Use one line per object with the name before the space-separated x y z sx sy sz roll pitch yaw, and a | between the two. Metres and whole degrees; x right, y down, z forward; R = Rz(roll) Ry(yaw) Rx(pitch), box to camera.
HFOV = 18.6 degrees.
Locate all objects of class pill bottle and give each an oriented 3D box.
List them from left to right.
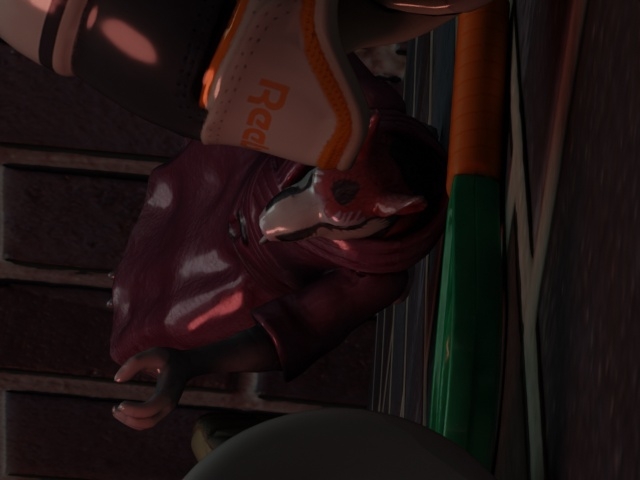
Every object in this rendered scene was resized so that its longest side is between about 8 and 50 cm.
pill bottle | 0.003 0.129 0.572 0.180 0.108 0.108 94 -178 -64

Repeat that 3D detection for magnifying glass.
magnifying glass | 0.060 0.001 0.767 0.092 0.026 0.231 94 180 -60

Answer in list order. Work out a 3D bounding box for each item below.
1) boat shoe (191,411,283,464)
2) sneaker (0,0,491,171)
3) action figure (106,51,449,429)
boat shoe | -0.008 0.159 0.974 0.355 0.132 0.130 13 -97 -88
sneaker | 0.032 -0.156 0.641 0.321 0.127 0.126 -58 -4 -21
action figure | 0.000 0.000 1.140 0.370 0.275 0.248 166 111 -68
